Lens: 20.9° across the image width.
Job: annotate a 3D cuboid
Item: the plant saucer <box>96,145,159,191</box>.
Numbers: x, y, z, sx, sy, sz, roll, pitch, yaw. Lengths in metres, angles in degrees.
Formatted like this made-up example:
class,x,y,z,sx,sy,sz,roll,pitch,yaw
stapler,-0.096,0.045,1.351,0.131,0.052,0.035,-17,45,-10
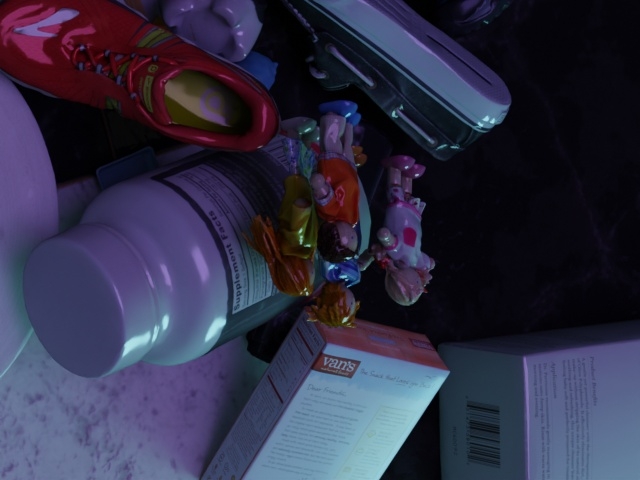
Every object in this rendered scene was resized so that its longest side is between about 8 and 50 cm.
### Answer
class,x,y,z,sx,sy,sz,roll,pitch,yaw
plant saucer,-0.165,0.007,1.707,0.067,0.018,0.192,-27,107,-31

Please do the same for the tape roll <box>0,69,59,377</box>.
class,x,y,z,sx,sy,sz,roll,pitch,yaw
tape roll,-0.407,-0.013,1.493,0.392,0.072,0.392,-4,97,-38

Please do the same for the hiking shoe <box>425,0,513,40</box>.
class,x,y,z,sx,sy,sz,roll,pitch,yaw
hiking shoe,0.174,-0.346,1.886,0.132,0.113,0.304,40,61,-19

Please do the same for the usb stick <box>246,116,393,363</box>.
class,x,y,z,sx,sy,sz,roll,pitch,yaw
usb stick,0.000,0.000,1.804,0.077,0.045,0.278,33,73,-38

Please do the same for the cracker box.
class,x,y,z,sx,sy,sz,roll,pitch,yaw
cracker box,0.002,0.186,1.732,0.155,0.067,0.232,16,117,-34

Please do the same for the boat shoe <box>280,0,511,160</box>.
class,x,y,z,sx,sy,sz,roll,pitch,yaw
boat shoe,0.037,-0.198,1.773,0.335,0.121,0.119,38,113,-10

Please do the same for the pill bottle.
class,x,y,z,sx,sy,sz,roll,pitch,yaw
pill bottle,-0.114,0.012,1.608,0.318,0.176,0.176,-25,106,-45

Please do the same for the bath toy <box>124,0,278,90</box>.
class,x,y,z,sx,sy,sz,roll,pitch,yaw
bath toy,-0.131,-0.282,1.578,0.348,0.151,0.129,78,22,-43

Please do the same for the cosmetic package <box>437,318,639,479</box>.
class,x,y,z,sx,sy,sz,roll,pitch,yaw
cosmetic package,0.322,0.197,1.966,0.365,0.155,0.197,-3,94,-35

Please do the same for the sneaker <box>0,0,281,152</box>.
class,x,y,z,sx,sy,sz,roll,pitch,yaw
sneaker,-0.160,-0.151,1.517,0.279,0.118,0.107,18,98,-15

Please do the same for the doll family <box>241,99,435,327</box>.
class,x,y,z,sx,sy,sz,roll,pitch,yaw
doll family,0.011,-0.010,1.553,0.263,0.118,0.163,32,57,-62
